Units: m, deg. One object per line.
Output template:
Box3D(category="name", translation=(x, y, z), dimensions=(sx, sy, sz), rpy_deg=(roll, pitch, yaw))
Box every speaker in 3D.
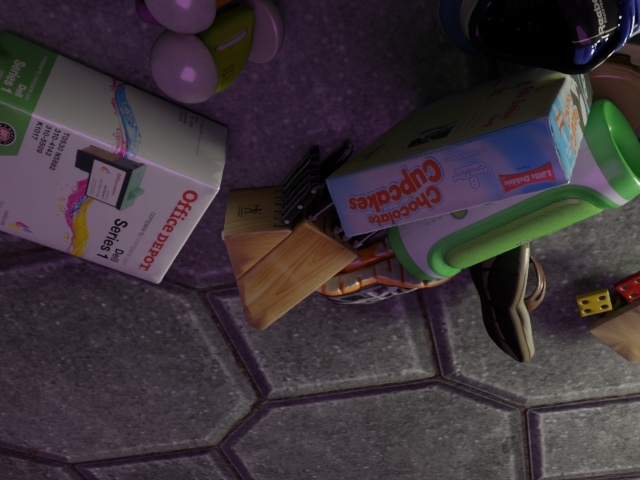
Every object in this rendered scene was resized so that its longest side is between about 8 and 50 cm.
Box3D(category="speaker", translation=(0.226, -0.052, 0.865), dimensions=(0.297, 0.131, 0.131), rpy_deg=(-27, 130, 36))

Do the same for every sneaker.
Box3D(category="sneaker", translation=(0.269, -0.222, 0.651), dimensions=(0.316, 0.182, 0.127), rpy_deg=(-14, 115, 13))
Box3D(category="sneaker", translation=(0.096, 0.047, 1.031), dimensions=(0.215, 0.084, 0.083), rpy_deg=(-7, 149, 12))

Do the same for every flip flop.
Box3D(category="flip flop", translation=(0.282, 0.069, 1.037), dimensions=(0.080, 0.112, 0.277), rpy_deg=(-31, 130, -11))

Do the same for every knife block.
Box3D(category="knife block", translation=(0.000, 0.000, 0.966), dimensions=(0.242, 0.088, 0.275), rpy_deg=(-3, 135, 4))

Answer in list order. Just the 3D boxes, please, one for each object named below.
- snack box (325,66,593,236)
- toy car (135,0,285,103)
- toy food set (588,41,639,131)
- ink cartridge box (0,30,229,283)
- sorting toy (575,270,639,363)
Box3D(category="snack box", translation=(0.151, -0.103, 0.687), dimensions=(0.187, 0.322, 0.060), rpy_deg=(-14, 105, 29))
Box3D(category="toy car", translation=(-0.122, -0.235, 0.703), dimensions=(0.136, 0.159, 0.182), rpy_deg=(29, 140, 20))
Box3D(category="toy food set", translation=(0.327, -0.161, 0.844), dimensions=(0.132, 0.038, 0.192), rpy_deg=(13, 140, -3))
Box3D(category="ink cartridge box", translation=(-0.276, -0.086, 0.857), dimensions=(0.278, 0.117, 0.201), rpy_deg=(22, 132, -22))
Box3D(category="sorting toy", translation=(0.500, 0.118, 1.118), dimensions=(0.274, 0.046, 0.132), rpy_deg=(32, 128, -29))
